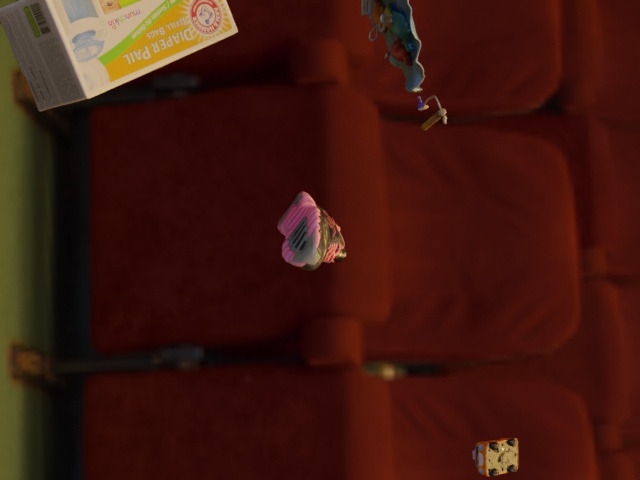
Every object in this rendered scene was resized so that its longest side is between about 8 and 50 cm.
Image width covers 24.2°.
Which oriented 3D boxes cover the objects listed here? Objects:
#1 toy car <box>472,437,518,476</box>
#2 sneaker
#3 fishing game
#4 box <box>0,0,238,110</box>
[{"bbox_3d":[0.179,0.253,1.509,0.060,0.040,0.122,-26,110,-45],"label":"toy car"},{"bbox_3d":[0.000,0.000,1.196,0.057,0.047,0.119,38,13,-15],"label":"sneaker"},{"bbox_3d":[0.060,-0.234,1.513,0.189,0.041,0.264,-160,-131,-84],"label":"fishing game"},{"bbox_3d":[-0.203,-0.223,1.516,0.203,0.103,0.114,-31,106,-35],"label":"box"}]
